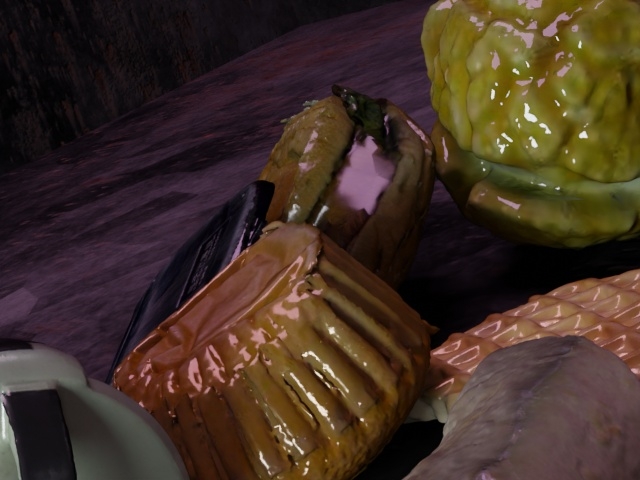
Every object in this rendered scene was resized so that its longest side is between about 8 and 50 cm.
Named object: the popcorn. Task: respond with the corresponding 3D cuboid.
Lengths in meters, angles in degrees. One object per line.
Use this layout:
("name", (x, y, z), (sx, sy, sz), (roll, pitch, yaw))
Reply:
("popcorn", (0.229, -0.122, 1.285), (0.282, 0.282, 0.247), (-24, 12, -9))

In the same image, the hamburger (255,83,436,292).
("hamburger", (0.001, -0.002, 1.294), (0.134, 0.265, 0.285), (22, 11, -8))

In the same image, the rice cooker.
("rice cooker", (-0.196, 0.169, 0.887), (0.226, 0.226, 0.244), (-28, 13, -24))

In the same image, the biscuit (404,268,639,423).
("biscuit", (0.194, 0.071, 1.035), (0.309, 0.040, 0.204), (-6, 20, 45))

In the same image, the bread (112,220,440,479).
("bread", (-0.041, 0.102, 1.021), (0.240, 0.139, 0.240), (-31, 23, 14))

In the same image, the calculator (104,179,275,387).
("calculator", (-0.110, 0.054, 1.232), (0.268, 0.040, 0.177), (-43, 21, 43))

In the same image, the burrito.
("burrito", (0.090, 0.148, 0.777), (0.143, 0.105, 0.299), (-16, 16, 36))
